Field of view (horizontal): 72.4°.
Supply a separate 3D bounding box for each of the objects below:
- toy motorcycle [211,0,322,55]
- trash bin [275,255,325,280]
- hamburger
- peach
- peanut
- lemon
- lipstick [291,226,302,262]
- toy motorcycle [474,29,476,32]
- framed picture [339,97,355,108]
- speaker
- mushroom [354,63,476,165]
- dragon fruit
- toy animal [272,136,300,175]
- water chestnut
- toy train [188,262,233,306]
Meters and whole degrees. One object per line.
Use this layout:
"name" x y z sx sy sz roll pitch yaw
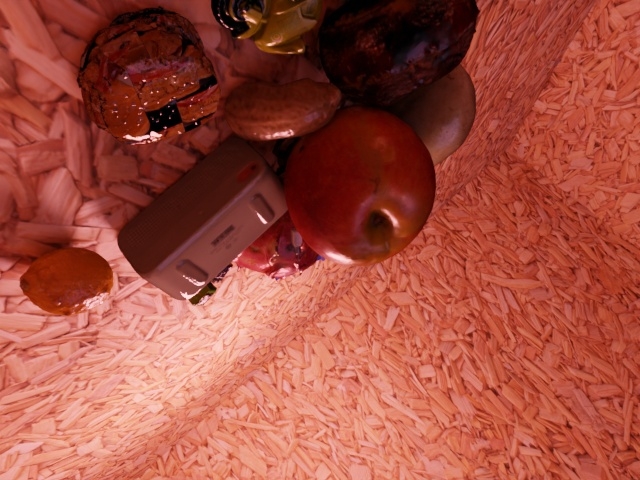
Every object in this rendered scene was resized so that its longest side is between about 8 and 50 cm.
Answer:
"toy motorcycle" -0.024 -0.457 0.766 0.342 0.142 0.206 -43 163 2
"trash bin" -0.105 0.028 1.636 0.235 0.184 0.162 -31 160 -4
"hamburger" -0.277 -0.261 0.723 0.231 0.106 0.231 -33 162 -12
"peach" 0.086 -0.140 1.063 0.388 0.388 0.388 -39 161 -16
"peanut" -0.081 -0.284 0.937 0.122 0.253 0.137 71 27 -44
"lemon" -0.520 0.085 0.899 0.142 0.142 0.187 -50 158 18
"lipstick" -0.064 0.015 1.188 0.025 0.025 0.107 -13 123 -19
"toy motorcycle" 0.330 -0.605 1.210 0.205 0.127 0.275 -43 159 -13
"framed picture" 0.072 -0.363 1.298 0.109 0.011 0.149 -62 167 20
"speaker" -0.274 -0.053 1.065 0.406 0.183 0.184 -43 156 -6
"mushroom" 0.257 -0.362 1.220 0.260 0.352 0.352 -2 136 -48
"dragon fruit" -0.111 -0.020 1.349 0.371 0.249 0.386 -44 172 7
"toy animal" -0.062 -0.248 1.228 0.232 0.084 0.148 -48 163 0
"water chestnut" 0.141 -0.465 0.933 0.350 0.350 0.302 -38 118 -17
"toy train" -0.361 0.129 1.418 0.202 0.081 0.060 -49 160 13
